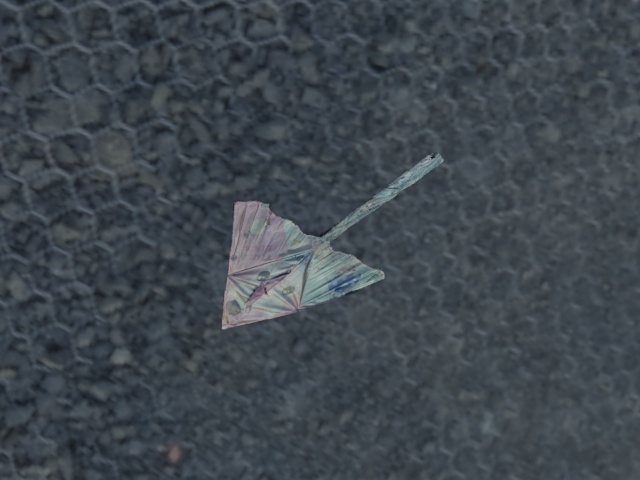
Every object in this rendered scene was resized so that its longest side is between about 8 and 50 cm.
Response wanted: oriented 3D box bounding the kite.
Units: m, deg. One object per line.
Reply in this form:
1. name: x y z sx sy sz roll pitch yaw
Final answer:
1. kite: 0.000 0.000 0.743 0.152 0.005 0.137 -43 143 16
